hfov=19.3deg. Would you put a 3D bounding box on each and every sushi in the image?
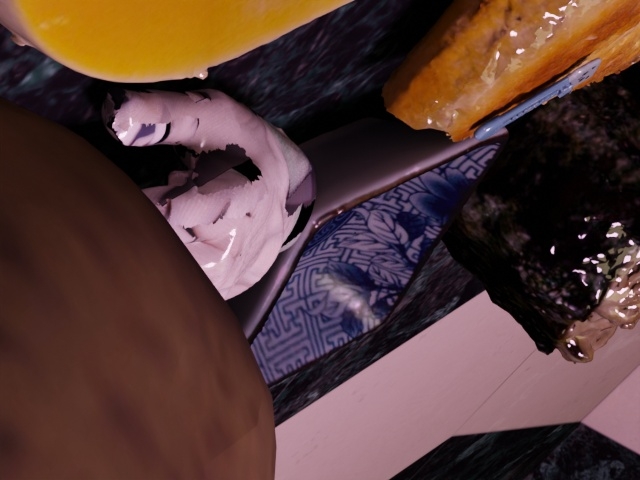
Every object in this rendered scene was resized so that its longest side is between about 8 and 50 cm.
[{"bbox_3d":[0.204,-0.022,1.412,0.211,0.171,0.350,-38,175,3],"label":"sushi"}]

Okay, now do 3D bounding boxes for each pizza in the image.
[{"bbox_3d":[0.181,-0.165,1.189,0.335,0.086,0.226,-35,169,-3],"label":"pizza"}]

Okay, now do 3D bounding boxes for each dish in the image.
[{"bbox_3d":[0.000,0.000,1.255,0.182,0.080,0.243,-26,158,-37],"label":"dish"}]

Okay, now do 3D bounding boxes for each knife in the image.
[{"bbox_3d":[0.134,-0.085,1.154,0.096,0.010,0.027,-30,167,-17],"label":"knife"}]

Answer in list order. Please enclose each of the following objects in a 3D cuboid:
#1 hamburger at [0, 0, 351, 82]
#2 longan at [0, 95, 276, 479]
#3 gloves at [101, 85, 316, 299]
[{"bbox_3d":[-0.020,-0.180,0.616,0.295,0.151,0.227,-25,154,-25],"label":"hamburger"},{"bbox_3d":[-0.191,0.122,0.664,0.404,0.404,0.336,-25,160,-39],"label":"longan"},{"bbox_3d":[-0.086,-0.013,1.001,0.127,0.111,0.212,-43,172,31],"label":"gloves"}]
